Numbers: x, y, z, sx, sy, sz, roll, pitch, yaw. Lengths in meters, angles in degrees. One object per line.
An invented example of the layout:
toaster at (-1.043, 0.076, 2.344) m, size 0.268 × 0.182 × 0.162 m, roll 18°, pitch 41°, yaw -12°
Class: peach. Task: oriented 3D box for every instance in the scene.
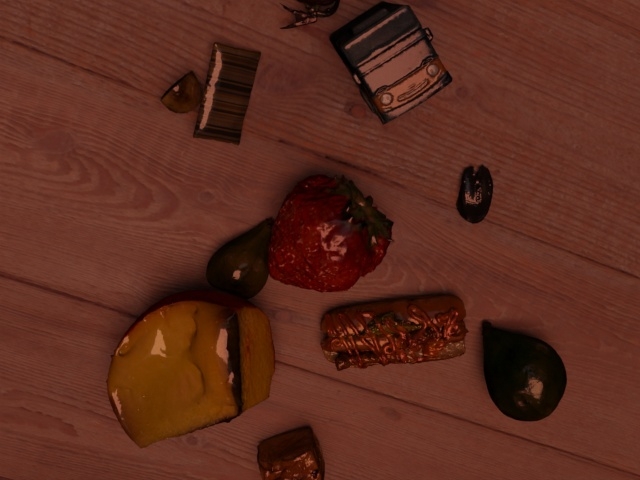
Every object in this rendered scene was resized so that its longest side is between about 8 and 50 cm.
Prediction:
peach at (-0.264, 0.258, 1.911) m, size 0.380 × 0.242 × 0.306 m, roll -27°, pitch 91°, yaw 26°

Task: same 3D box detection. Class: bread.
bread at (-0.064, 0.540, 2.075) m, size 0.143 × 0.158 × 0.149 m, roll -18°, pitch 110°, yaw 6°

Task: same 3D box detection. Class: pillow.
pillow at (-0.196, -0.304, 1.830) m, size 0.113 × 0.038 × 0.204 m, roll 6°, pitch 107°, yaw -33°

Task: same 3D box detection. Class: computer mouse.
computer mouse at (0.348, -0.100, 1.959) m, size 0.079 × 0.047 × 0.135 m, roll -1°, pitch 106°, yaw -6°

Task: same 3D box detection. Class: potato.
potato at (-0.282, -0.293, 1.803) m, size 0.096 × 0.103 × 0.066 m, roll -43°, pitch 104°, yaw 10°

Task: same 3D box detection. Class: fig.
fig at (-0.164, 0.038, 1.915) m, size 0.132 × 0.126 × 0.185 m, roll 30°, pitch 107°, yaw 0°
fig at (0.450, 0.300, 2.039) m, size 0.245 × 0.195 × 0.195 m, roll 44°, pitch 100°, yaw 4°

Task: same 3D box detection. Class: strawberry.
strawberry at (0.000, 0.000, 1.864) m, size 0.257 × 0.257 × 0.277 m, roll 41°, pitch 114°, yaw -16°

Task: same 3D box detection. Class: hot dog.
hot dog at (0.172, 0.215, 2.008) m, size 0.348 × 0.117 × 0.158 m, roll -5°, pitch 108°, yaw -4°

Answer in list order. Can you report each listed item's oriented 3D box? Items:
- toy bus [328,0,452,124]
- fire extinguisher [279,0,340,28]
toy bus at (0.129, -0.353, 1.709) m, size 0.161 × 0.323 × 0.194 m, roll -31°, pitch 106°, yaw 5°
fire extinguisher at (-0.016, -0.585, 1.735) m, size 0.141 × 0.105 × 0.342 m, roll 10°, pitch 107°, yaw 9°
